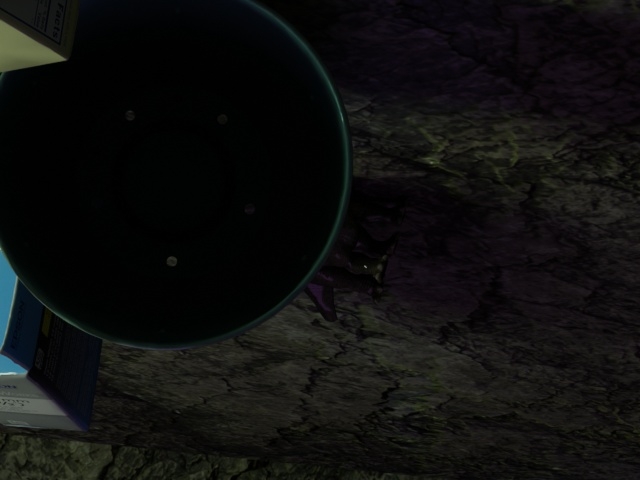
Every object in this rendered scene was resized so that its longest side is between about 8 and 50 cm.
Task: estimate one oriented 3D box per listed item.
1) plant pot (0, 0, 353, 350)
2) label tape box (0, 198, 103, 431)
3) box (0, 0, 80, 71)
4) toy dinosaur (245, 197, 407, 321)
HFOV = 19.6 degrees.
[{"bbox_3d":[-0.125,-0.058,1.557,0.293,0.293,0.235,7,178,-2],"label":"plant pot"},{"bbox_3d":[-0.315,0.045,1.970,0.115,0.249,0.348,4,162,9],"label":"label tape box"},{"bbox_3d":[-0.333,-0.218,1.373,0.213,0.117,0.243,-6,158,35],"label":"box"},{"bbox_3d":[0.000,0.000,1.996,0.160,0.121,0.313,18,168,4],"label":"toy dinosaur"}]
